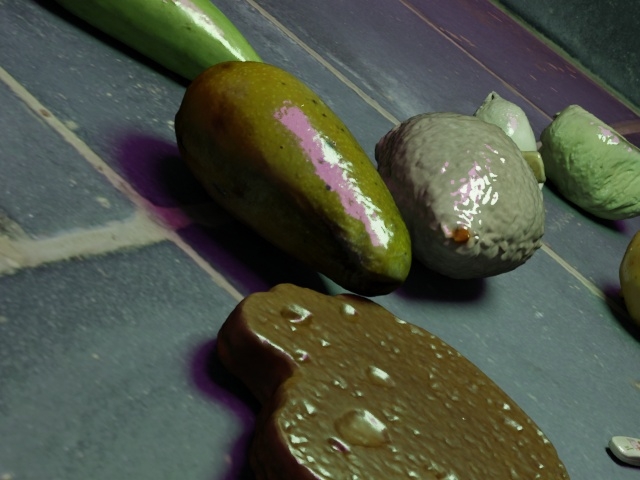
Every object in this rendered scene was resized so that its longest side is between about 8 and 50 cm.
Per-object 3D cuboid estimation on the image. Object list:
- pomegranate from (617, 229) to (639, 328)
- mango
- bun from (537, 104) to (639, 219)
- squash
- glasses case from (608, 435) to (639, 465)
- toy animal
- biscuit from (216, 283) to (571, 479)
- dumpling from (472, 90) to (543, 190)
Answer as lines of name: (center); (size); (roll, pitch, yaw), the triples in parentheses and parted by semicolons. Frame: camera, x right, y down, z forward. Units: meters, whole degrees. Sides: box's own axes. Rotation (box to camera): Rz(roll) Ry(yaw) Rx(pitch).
pomegranate: (0.547, 0.056, 1.744); (0.209, 0.209, 0.209); (29, 23, -14)
mango: (-0.021, -0.068, 1.242); (0.329, 0.176, 0.176); (36, 36, 17)
bun: (0.495, -0.135, 2.126); (0.244, 0.153, 0.244); (39, 3, -2)
squash: (-0.202, -0.291, 1.519); (0.370, 0.118, 0.118); (30, 23, -13)
glasses case: (0.367, 0.246, 1.356); (0.083, 0.021, 0.032); (16, 30, -37)
toy animal: (0.184, -0.057, 1.492); (0.226, 0.188, 0.358); (25, 24, -9)
biscuit: (0.066, 0.171, 1.030); (0.359, 0.074, 0.381); (43, 26, 25)
dumpling: (0.312, -0.149, 1.945); (0.166, 0.126, 0.216); (42, 15, -27)
